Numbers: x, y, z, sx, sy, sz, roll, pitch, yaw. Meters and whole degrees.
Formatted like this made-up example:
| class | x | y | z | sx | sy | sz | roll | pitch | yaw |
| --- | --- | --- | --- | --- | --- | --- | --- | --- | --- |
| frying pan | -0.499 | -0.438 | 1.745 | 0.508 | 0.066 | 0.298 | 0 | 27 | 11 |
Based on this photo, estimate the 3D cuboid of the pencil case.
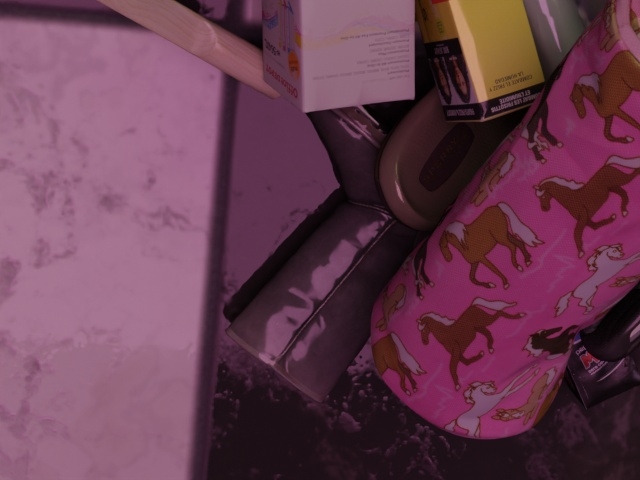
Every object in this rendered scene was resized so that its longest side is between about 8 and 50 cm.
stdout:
| class | x | y | z | sx | sy | sz | roll | pitch | yaw |
| --- | --- | --- | --- | --- | --- | --- | --- | --- | --- |
| pencil case | 0.183 | -0.019 | 1.343 | 0.160 | 0.167 | 0.386 | 34 | 133 | 0 |

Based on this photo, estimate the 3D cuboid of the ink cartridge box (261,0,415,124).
| class | x | y | z | sx | sy | sz | roll | pitch | yaw |
| --- | --- | --- | --- | --- | --- | --- | --- | --- | --- |
| ink cartridge box | 0.012 | -0.159 | 1.392 | 0.090 | 0.092 | 0.143 | -8 | 112 | -18 |

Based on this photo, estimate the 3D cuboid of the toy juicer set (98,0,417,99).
| class | x | y | z | sx | sy | sz | roll | pitch | yaw |
| --- | --- | --- | --- | --- | --- | --- | --- | --- | --- |
| toy juicer set | -0.010 | -0.233 | 1.458 | 0.329 | 0.089 | 0.209 | -40 | 119 | -3 |

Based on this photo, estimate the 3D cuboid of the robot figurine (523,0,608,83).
| class | x | y | z | sx | sy | sz | roll | pitch | yaw |
| --- | --- | --- | --- | --- | --- | --- | --- | --- | --- |
| robot figurine | 0.277 | -0.222 | 1.411 | 0.300 | 0.200 | 0.353 | -30 | 94 | 1 |

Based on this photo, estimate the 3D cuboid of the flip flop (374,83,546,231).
| class | x | y | z | sx | sy | sz | roll | pitch | yaw |
| --- | --- | --- | --- | --- | --- | --- | --- | --- | --- |
| flip flop | 0.142 | -0.125 | 1.466 | 0.112 | 0.080 | 0.277 | 43 | 71 | -15 |

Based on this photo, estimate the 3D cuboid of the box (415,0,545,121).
| class | x | y | z | sx | sy | sz | roll | pitch | yaw |
| --- | --- | --- | --- | --- | --- | --- | --- | --- | --- |
| box | 0.095 | -0.203 | 1.373 | 0.058 | 0.087 | 0.232 | -18 | 98 | -13 |

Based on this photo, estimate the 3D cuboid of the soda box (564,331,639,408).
| class | x | y | z | sx | sy | sz | roll | pitch | yaw |
| --- | --- | --- | --- | --- | --- | --- | --- | --- | --- |
| soda box | 0.201 | 0.047 | 1.548 | 0.053 | 0.060 | 0.169 | -25 | 104 | 0 |

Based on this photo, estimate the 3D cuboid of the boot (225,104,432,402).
| class | x | y | z | sx | sy | sz | roll | pitch | yaw |
| --- | --- | --- | --- | --- | --- | --- | --- | --- | --- |
| boot | -0.001 | 0.000 | 1.517 | 0.189 | 0.076 | 0.208 | 43 | 101 | -11 |

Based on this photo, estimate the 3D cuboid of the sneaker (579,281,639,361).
| class | x | y | z | sx | sy | sz | roll | pitch | yaw |
| --- | --- | --- | --- | --- | --- | --- | --- | --- | --- |
| sneaker | 0.308 | 0.036 | 1.521 | 0.132 | 0.086 | 0.228 | 49 | 67 | -24 |
